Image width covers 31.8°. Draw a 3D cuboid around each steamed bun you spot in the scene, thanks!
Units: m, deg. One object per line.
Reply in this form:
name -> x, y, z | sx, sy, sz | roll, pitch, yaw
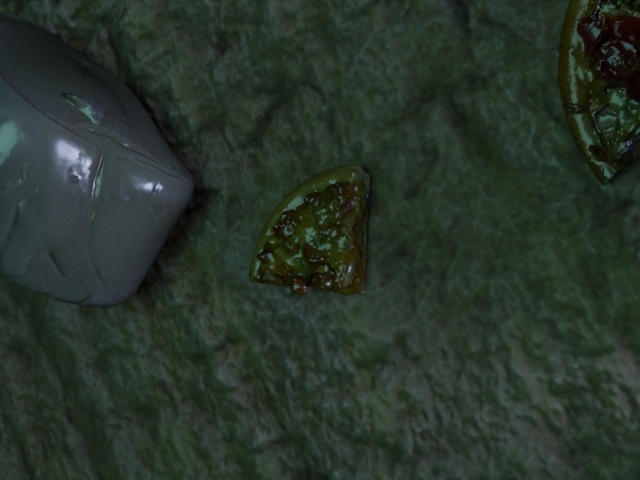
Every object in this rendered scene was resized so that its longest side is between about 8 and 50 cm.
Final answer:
steamed bun -> -0.350, -0.099, 1.287 | 0.383, 0.236, 0.247 | 46, 112, 26

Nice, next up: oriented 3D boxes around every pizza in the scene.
pizza -> -0.001, 0.000, 1.175 | 0.134, 0.046, 0.175 | 44, 109, 26
pizza -> 0.299, -0.166, 0.994 | 0.193, 0.053, 0.200 | -15, 79, 31
